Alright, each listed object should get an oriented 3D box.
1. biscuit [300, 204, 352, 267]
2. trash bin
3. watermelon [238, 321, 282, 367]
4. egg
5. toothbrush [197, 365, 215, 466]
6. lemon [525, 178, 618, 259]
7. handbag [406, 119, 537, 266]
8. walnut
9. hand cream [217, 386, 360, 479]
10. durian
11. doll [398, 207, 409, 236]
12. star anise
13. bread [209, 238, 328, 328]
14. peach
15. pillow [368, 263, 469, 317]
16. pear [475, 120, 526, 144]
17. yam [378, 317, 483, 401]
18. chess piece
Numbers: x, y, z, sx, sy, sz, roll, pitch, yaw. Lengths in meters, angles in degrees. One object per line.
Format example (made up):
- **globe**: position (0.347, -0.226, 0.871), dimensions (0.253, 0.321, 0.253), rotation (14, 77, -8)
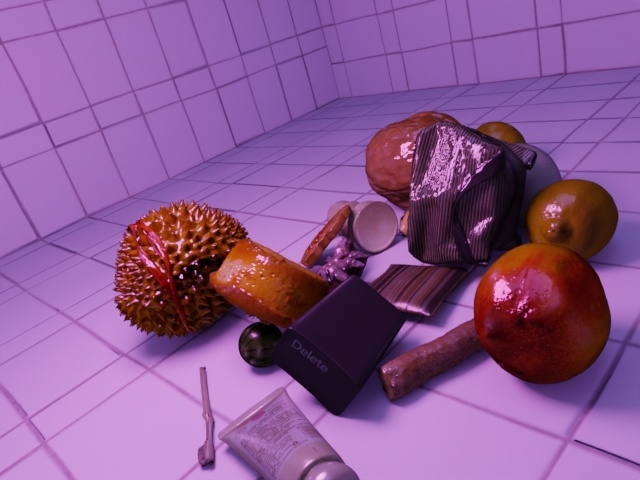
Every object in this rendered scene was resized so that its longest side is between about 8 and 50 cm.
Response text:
- **biscuit**: position (0.000, 0.000, 1.440), dimensions (0.212, 0.041, 0.238), rotation (-56, 6, -27)
- **trash bin**: position (0.046, 0.185, 0.994), dimensions (0.165, 0.115, 0.225), rotation (38, 42, 12)
- **watermelon**: position (-0.122, 0.222, 1.114), dimensions (0.108, 0.109, 0.109), rotation (-14, 24, 6)
- **egg**: position (0.520, -0.147, 1.362), dimensions (0.202, 0.203, 0.283), rotation (-10, 34, 15)
- **toothbrush**: position (-0.226, 0.333, 1.025), dimensions (0.028, 0.026, 0.294), rotation (-32, 24, 2)
- **lemon**: position (0.557, -0.046, 1.153), dimensions (0.248, 0.184, 0.184), rotation (-18, 20, -37)
- **handbag**: position (0.347, -0.102, 1.219), dimensions (0.240, 0.341, 0.247), rotation (16, 18, 40)
- **walnut**: position (0.316, -0.247, 1.606), dimensions (0.343, 0.306, 0.306), rotation (1, 29, 41)
- **hand cream**: position (-0.052, 0.335, 0.828), dimensions (0.147, 0.093, 0.305), rotation (-33, 26, -22)
- **durian**: position (-0.341, 0.072, 1.313), dimensions (0.347, 0.348, 0.384), rotation (1, 39, 35)
- **doll**: position (0.336, -0.112, 1.457), dimensions (0.291, 0.086, 0.117), rotation (-41, -10, 9)
- **star anise**: position (0.034, 0.084, 1.288), dimensions (0.229, 0.093, 0.236), rotation (-12, 34, 50)
- **bread**: position (-0.101, 0.100, 1.133), dimensions (0.146, 0.268, 0.268), rotation (-62, 31, 1)
- **peach**: position (0.363, 0.119, 0.864), dimensions (0.230, 0.231, 0.231), rotation (-14, 24, 6)
- **pillow**: position (0.205, 0.110, 1.197), dimensions (0.212, 0.052, 0.208), rotation (4, 28, 38)
- **pear**: position (0.570, -0.289, 1.683), dimensions (0.198, 0.198, 0.198), rotation (-14, 24, 6)
- **yam**: position (0.243, 0.201, 0.965), dimensions (0.299, 0.066, 0.066), rotation (-23, 25, -16)
- **chess piece**: position (0.103, -0.055, 1.541), dimensions (0.144, 0.145, 0.251), rotation (-26, 19, -20)
